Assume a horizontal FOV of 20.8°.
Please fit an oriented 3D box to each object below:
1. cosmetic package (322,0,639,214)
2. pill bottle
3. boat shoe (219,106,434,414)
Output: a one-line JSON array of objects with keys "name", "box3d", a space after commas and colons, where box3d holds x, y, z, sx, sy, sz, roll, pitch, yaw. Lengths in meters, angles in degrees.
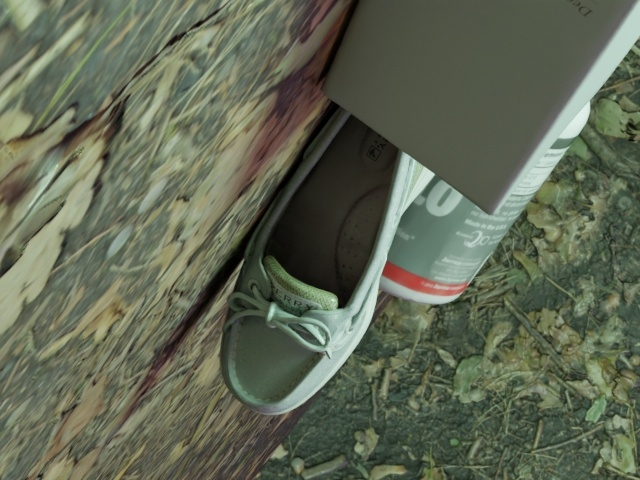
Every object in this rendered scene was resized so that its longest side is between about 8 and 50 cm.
[{"name": "cosmetic package", "box3d": [0.173, -0.234, 1.080, 0.230, 0.161, 0.453, -49, 173, -30]}, {"name": "pill bottle", "box3d": [0.126, -0.097, 1.482, 0.283, 0.161, 0.161, -57, 173, 27]}, {"name": "boat shoe", "box3d": [0.003, 0.000, 1.378, 0.320, 0.118, 0.103, -59, 166, 16]}]
